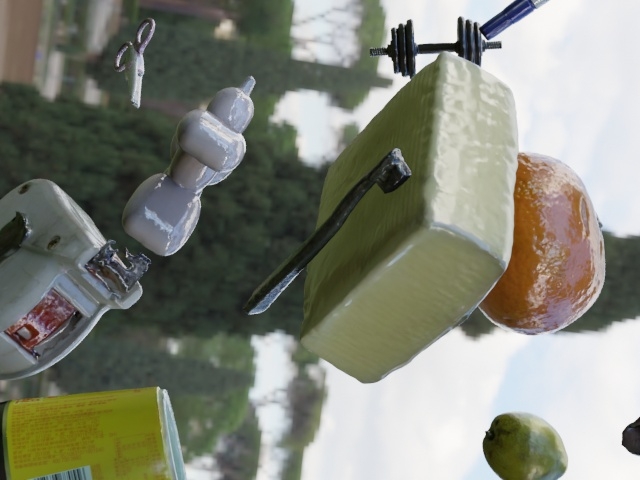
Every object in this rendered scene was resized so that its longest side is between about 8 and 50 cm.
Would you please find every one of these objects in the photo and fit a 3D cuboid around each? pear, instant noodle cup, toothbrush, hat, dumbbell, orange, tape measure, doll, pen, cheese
[{"bbox_3d":[0.287,0.298,1.996,0.107,0.131,0.107,-58,-173,12],"label":"pear"},{"bbox_3d":[-0.258,0.243,1.423,0.215,0.236,0.215,168,-90,-88],"label":"instant noodle cup"},{"bbox_3d":[0.000,0.000,1.398,0.030,0.030,0.297,54,-44,8],"label":"toothbrush"},{"bbox_3d":[0.438,0.261,1.864,0.087,0.042,0.058,-30,-125,48],"label":"hat"},{"bbox_3d":[0.182,-0.304,2.234,0.099,0.208,0.099,-3,90,-86],"label":"dumbbell"},{"bbox_3d":[0.246,0.001,1.647,0.224,0.170,0.224,-18,90,-89],"label":"orange"},{"bbox_3d":[-0.371,0.049,1.798,0.265,0.130,0.258,-43,-143,-3],"label":"tape measure"},{"bbox_3d":[-0.102,-0.062,1.151,0.161,0.059,0.160,-54,-174,31],"label":"doll"},{"bbox_3d":[0.254,-0.275,1.483,0.204,0.025,0.025,-34,-168,8],"label":"pen"},{"bbox_3d":[0.093,-0.025,1.454,0.242,0.124,0.265,-40,-153,38],"label":"cheese"}]

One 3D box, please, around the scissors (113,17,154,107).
[{"bbox_3d":[-0.241,-0.224,1.834,0.085,0.022,0.176,-43,-148,22],"label":"scissors"}]
